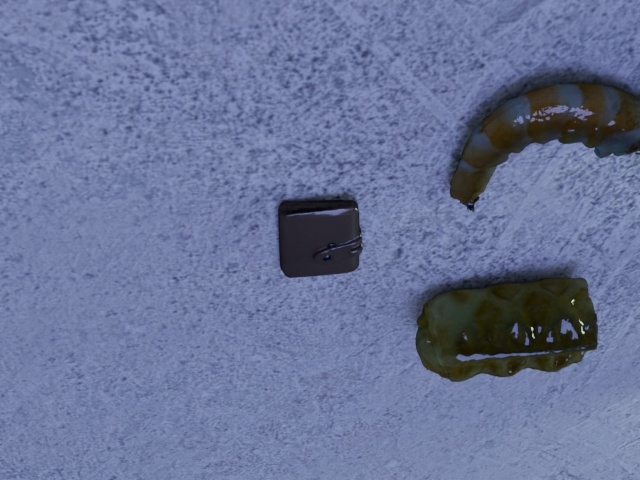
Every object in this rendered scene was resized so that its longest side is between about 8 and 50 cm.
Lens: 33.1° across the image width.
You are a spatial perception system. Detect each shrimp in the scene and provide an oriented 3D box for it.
[{"bbox_3d":[0.277,-0.121,1.357,0.287,0.068,0.185,-27,141,22],"label":"shrimp"}]

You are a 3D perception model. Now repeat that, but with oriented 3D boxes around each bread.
[{"bbox_3d":[0.277,0.138,1.653,0.267,0.130,0.152,-6,107,-5],"label":"bread"}]

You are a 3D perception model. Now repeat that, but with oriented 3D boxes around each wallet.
[{"bbox_3d":[0.000,0.000,1.475,0.117,0.039,0.153,-6,142,-3],"label":"wallet"}]
